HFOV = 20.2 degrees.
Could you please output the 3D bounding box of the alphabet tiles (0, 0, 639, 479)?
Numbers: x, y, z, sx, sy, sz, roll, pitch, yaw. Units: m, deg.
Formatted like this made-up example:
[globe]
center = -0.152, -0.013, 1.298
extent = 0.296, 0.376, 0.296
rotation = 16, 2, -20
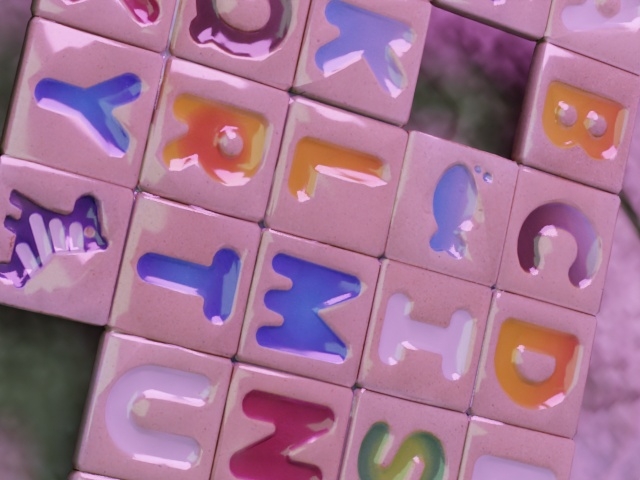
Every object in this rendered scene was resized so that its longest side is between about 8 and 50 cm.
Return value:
[alphabet tiles]
center = 0.000, 0.000, 0.525
extent = 0.198, 0.009, 0.237
rotation = 15, 81, -25
